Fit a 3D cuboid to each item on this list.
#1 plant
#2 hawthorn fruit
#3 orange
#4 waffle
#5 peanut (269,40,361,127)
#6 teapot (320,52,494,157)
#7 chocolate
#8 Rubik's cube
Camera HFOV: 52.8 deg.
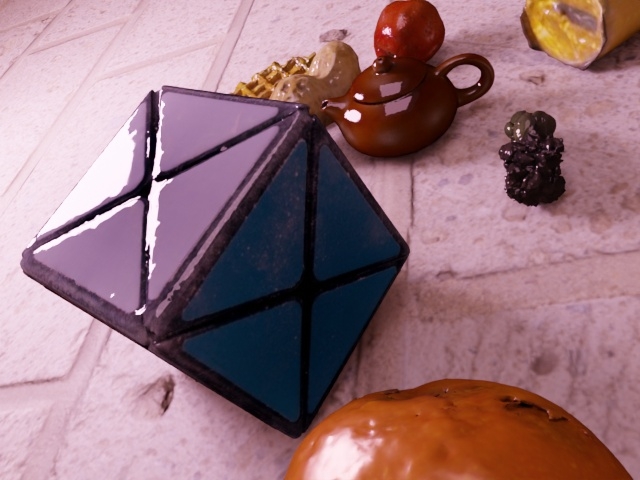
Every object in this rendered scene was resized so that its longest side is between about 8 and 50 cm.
[{"bbox_3d":[0.261,-0.110,0.795,0.085,0.087,0.174,19,44,-2],"label":"plant"},{"bbox_3d":[0.146,-0.348,1.095,0.128,0.128,0.128,-15,40,13],"label":"hawthorn fruit"},{"bbox_3d":[0.088,0.210,0.407,0.246,0.246,0.246,-15,40,13],"label":"orange"},{"bbox_3d":[-0.101,-0.240,1.152,0.238,0.058,0.243,0,48,29],"label":"waffle"},{"bbox_3d":[-0.008,-0.226,1.019,0.098,0.103,0.229,26,58,26],"label":"peanut"},{"bbox_3d":[0.126,-0.214,0.939,0.252,0.135,0.178,-18,44,12],"label":"teapot"},{"bbox_3d":[0.509,-0.430,0.960,0.445,0.162,0.162,-34,39,-12],"label":"chocolate"},{"bbox_3d":[-0.098,0.014,0.676,0.255,0.259,0.260,17,71,39],"label":"Rubik's cube"}]
